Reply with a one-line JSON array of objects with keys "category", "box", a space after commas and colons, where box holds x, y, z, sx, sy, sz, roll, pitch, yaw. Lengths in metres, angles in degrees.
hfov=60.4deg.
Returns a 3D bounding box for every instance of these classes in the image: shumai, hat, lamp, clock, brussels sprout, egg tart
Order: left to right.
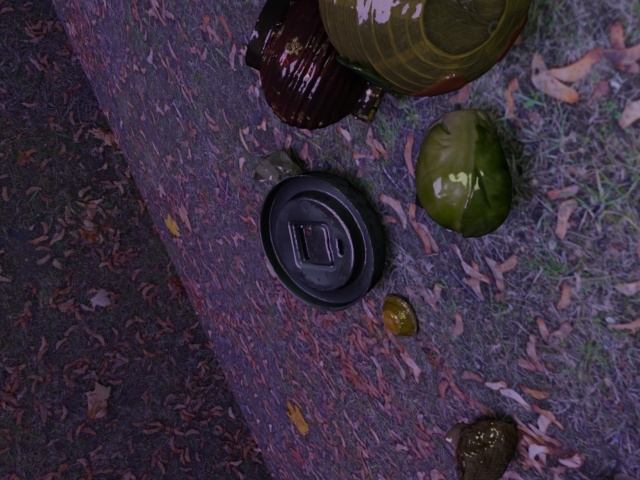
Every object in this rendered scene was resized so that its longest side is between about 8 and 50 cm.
[{"category": "hat", "box": [-0.092, -0.159, 1.305, 0.123, 0.081, 0.166, 23, 167, -5]}, {"category": "clock", "box": [-0.002, 0.001, 1.181, 0.313, 0.061, 0.312, 18, 120, 33]}, {"category": "lamp", "box": [0.009, -0.285, 0.864, 0.247, 0.247, 0.246, 40, 143, 38]}, {"category": "egg tart", "box": [0.161, 0.165, 1.162, 0.105, 0.039, 0.105, 37, 142, 37]}, {"category": "lamp", "box": [0.110, -0.306, 0.659, 0.284, 0.251, 0.250, -116, 18, -51]}, {"category": "brussels sprout", "box": [0.205, -0.091, 0.781, 0.132, 0.145, 0.183, -3, 119, 31]}, {"category": "shumai", "box": [0.291, 0.392, 1.046, 0.116, 0.146, 0.145, 36, 142, 57]}]

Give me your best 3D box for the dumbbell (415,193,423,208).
[{"category": "dumbbell", "box": [0.197, -0.058, 0.919, 0.083, 0.040, 0.036, 39, 175, 39]}]
